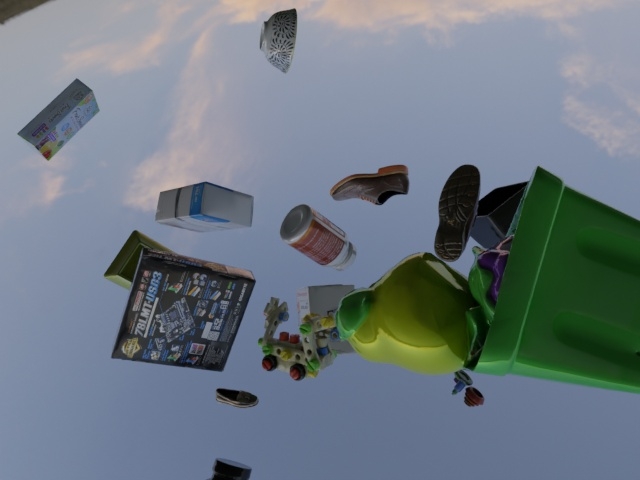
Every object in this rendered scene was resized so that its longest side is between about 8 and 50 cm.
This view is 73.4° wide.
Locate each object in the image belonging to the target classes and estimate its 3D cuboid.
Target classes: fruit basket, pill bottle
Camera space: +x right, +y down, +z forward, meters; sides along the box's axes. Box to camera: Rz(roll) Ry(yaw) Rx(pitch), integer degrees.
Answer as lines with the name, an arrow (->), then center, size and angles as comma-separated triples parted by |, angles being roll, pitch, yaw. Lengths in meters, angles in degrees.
fruit basket -> 0.220, 0.080, 0.615 | 0.392, 0.392, 0.283 | 15, -101, 31
pill bottle -> 0.000, 0.000, 1.206 | 0.121, 0.216, 0.121 | -31, -139, 31
pill bottle -> -0.238, 0.637, 0.999 | 0.123, 0.123, 0.219 | 5, -116, 25

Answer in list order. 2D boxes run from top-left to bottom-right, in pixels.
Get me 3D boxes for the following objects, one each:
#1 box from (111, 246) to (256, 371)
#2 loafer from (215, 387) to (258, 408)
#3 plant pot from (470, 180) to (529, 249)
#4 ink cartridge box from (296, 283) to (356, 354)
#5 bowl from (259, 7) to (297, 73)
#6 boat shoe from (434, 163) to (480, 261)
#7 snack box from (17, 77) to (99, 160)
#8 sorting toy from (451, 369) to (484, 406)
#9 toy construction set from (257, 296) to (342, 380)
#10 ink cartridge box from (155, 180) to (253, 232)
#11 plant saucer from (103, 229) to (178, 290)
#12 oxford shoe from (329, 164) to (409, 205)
box -> -0.355, 0.190, 1.124 | 0.295, 0.293, 0.073 | -69, -155, 13
loafer -> -0.237, 0.441, 1.207 | 0.125, 0.039, 0.045 | 2, -149, 10
plant pot -> 0.569, -0.055, 1.324 | 0.187, 0.167, 0.188 | -35, -173, -10
ink cartridge box -> 0.019, 0.271, 1.482 | 0.168, 0.171, 0.232 | -1, -98, -18
bowl -> -0.122, -0.554, 1.181 | 0.080, 0.170, 0.170 | 4, -136, -17
boat shoe -> 0.249, -0.051, 0.774 | 0.064, 0.178, 0.060 | 19, -156, 30
snack box -> -0.474, -0.219, 0.787 | 0.141, 0.037, 0.100 | -54, -165, -17
sorting toy -> 0.338, 0.351, 1.012 | 0.042, 0.061, 0.102 | -56, -148, 18
toy construction set -> -0.076, 0.282, 1.256 | 0.151, 0.215, 0.328 | -5, -170, -43
ink cartridge box -> -0.272, -0.072, 1.003 | 0.191, 0.139, 0.082 | -2, -101, 40
plant saucer -> -0.596, 0.089, 1.459 | 0.045, 0.188, 0.188 | 2, -120, 59
oxford shoe -> 0.199, -0.210, 1.816 | 0.364, 0.130, 0.132 | -14, -106, 32
